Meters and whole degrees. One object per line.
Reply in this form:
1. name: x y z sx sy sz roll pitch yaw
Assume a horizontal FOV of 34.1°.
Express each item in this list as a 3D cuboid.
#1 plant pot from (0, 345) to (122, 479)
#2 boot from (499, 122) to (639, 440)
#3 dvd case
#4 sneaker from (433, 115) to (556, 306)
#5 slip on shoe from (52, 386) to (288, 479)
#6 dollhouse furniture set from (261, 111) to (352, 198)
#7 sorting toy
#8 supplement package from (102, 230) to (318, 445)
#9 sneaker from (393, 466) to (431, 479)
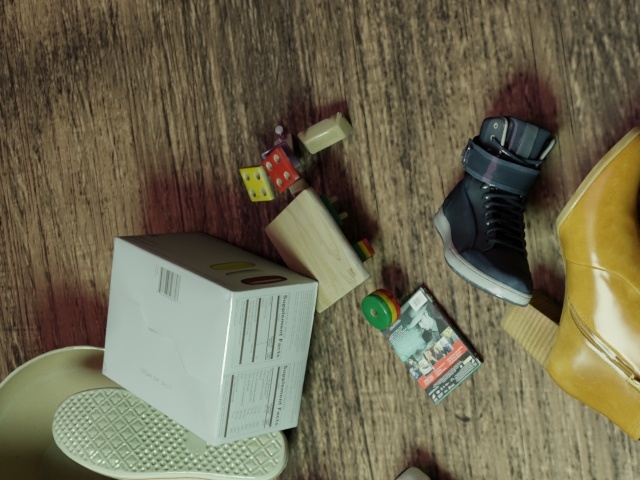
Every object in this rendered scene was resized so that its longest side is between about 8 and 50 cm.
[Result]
1. plant pot: -0.348 0.319 1.533 0.284 0.284 0.191 57 158 17
2. boot: 0.334 0.048 1.082 0.211 0.104 0.295 36 121 22
3. dvd case: 0.134 0.129 1.282 0.119 0.013 0.087 52 122 18
4. sneaker: 0.198 -0.042 1.115 0.163 0.086 0.226 -62 21 21
5. slip on shoe: -0.204 0.277 1.425 0.331 0.101 0.123 6 69 6
6. dollhouse furniture set: -0.008 -0.127 1.359 0.114 0.091 0.081 -26 37 14
7. sorting toy: 0.000 0.000 1.322 0.274 0.046 0.132 56 146 5
8. supplement package: -0.152 0.118 1.384 0.262 0.145 0.204 21 108 43
9. sneaker: 0.096 0.429 1.297 0.118 0.110 0.292 28 112 21
